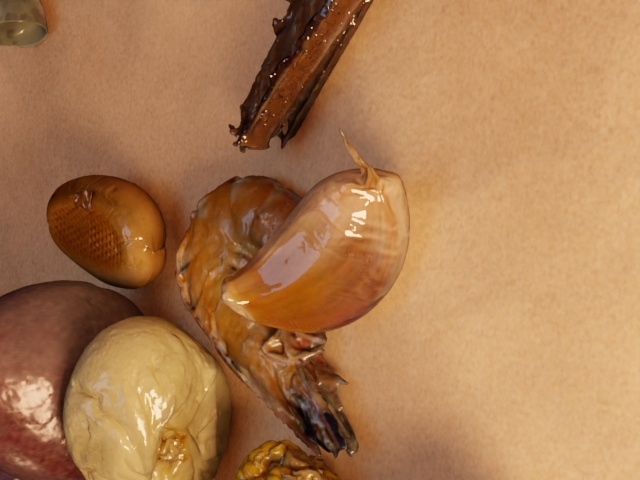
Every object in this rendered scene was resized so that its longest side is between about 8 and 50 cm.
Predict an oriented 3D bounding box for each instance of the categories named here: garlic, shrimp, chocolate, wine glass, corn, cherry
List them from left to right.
[{"bbox_3d":[-0.362,-0.312,1.831,0.073,0.073,0.155,-24,67,49],"label":"wine glass"},{"bbox_3d":[-0.261,0.146,1.560,0.183,0.266,0.213,-13,64,35],"label":"cherry"},{"bbox_3d":[-0.065,0.315,1.383,0.102,0.102,0.313,45,122,44],"label":"corn"},{"bbox_3d":[-0.033,0.060,1.392,0.164,0.062,0.317,-56,48,24],"label":"shrimp"},{"bbox_3d":[0.012,-0.004,1.276,0.198,0.128,0.090,-49,44,33],"label":"garlic"},{"bbox_3d":[0.013,-0.212,1.345,0.329,0.065,0.102,-57,28,33],"label":"chocolate"}]

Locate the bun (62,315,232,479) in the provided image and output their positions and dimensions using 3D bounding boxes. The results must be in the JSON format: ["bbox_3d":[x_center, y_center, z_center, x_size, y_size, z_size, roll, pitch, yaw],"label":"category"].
[{"bbox_3d":[-0.156,0.167,1.454,0.111,0.164,0.188,18,102,54],"label":"bun"}]

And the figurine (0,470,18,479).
[{"bbox_3d":[-0.358,0.295,1.672,0.222,0.145,0.145,89,159,-56],"label":"figurine"}]

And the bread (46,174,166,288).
[{"bbox_3d":[-0.216,-0.013,1.619,0.189,0.077,0.114,21,125,50],"label":"bread"}]
